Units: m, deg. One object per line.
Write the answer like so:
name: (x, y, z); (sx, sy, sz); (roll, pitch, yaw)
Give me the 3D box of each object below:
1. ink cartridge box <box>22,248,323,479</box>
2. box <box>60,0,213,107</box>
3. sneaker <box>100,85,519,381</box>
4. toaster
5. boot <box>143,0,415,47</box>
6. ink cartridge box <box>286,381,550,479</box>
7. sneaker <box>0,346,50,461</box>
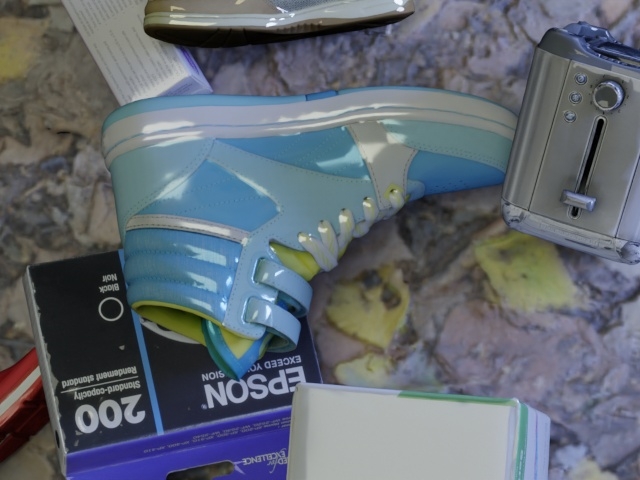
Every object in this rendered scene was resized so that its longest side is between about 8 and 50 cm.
ink cartridge box: (-0.106, 0.102, 1.449); (0.206, 0.045, 0.208); (-11, 78, -12)
box: (-0.197, -0.241, 1.553); (0.067, 0.063, 0.324); (-33, 75, 7)
sneaker: (0.000, 0.000, 1.409); (0.319, 0.127, 0.208); (-3, 72, 0)
toaster: (0.206, -0.073, 1.369); (0.129, 0.227, 0.146); (18, 103, 11)
boot: (-0.041, -0.238, 1.478); (0.213, 0.077, 0.165); (-8, 89, -11)
ink cartridge box: (0.075, 0.155, 1.347); (0.154, 0.212, 0.093); (3, 84, 12)
sneaker: (-0.300, 0.128, 1.502); (0.221, 0.087, 0.128); (-45, 75, 1)
